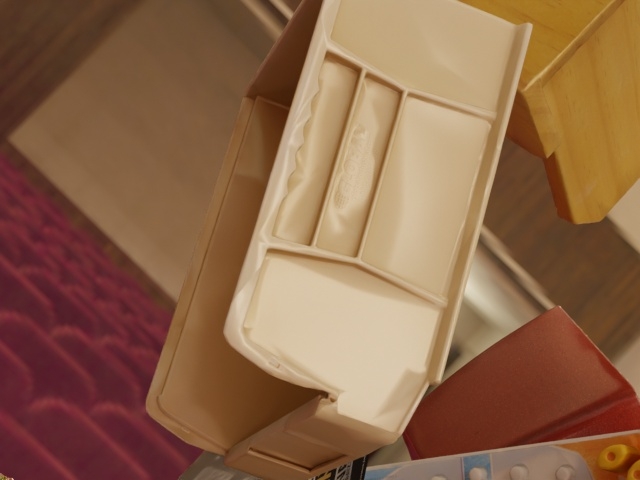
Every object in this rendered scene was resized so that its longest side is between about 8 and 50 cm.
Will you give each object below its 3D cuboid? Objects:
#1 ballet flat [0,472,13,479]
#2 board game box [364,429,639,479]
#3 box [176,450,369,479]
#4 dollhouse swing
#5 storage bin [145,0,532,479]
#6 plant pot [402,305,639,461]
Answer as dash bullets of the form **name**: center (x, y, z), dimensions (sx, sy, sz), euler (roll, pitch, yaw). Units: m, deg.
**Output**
- **ballet flat**: center (-0.227, 0.289, 1.392), dimensions (0.091, 0.077, 0.241), euler (86, -17, -54)
- **board game box**: center (0.141, 0.368, 1.385), dimensions (0.050, 0.390, 0.390), euler (25, 57, -58)
- **box**: center (-0.047, 0.271, 1.297), dimensions (0.077, 0.307, 0.242), euler (17, 24, 16)
- **dollhouse swing**: center (0.288, -0.251, 2.022), dimensions (0.315, 0.347, 0.305), euler (36, -19, 22)
- **storage bin**: center (0.000, 0.000, 1.010), dimensions (0.123, 0.260, 0.262), euler (20, -18, -10)
- **plant pot**: center (0.240, 0.274, 1.901), dimensions (0.267, 0.236, 0.267), euler (-120, -171, -68)
